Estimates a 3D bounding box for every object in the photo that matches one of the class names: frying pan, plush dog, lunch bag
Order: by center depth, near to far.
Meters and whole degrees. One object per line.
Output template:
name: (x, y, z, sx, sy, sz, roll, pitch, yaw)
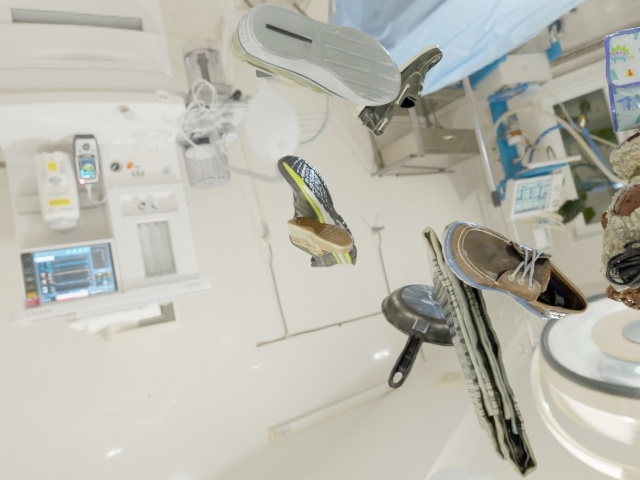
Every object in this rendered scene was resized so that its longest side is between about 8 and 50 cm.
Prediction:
plush dog: (0.519, -0.013, 0.750, 0.262, 0.210, 0.225, -54, 164, -43)
lunch bag: (0.516, -0.256, 0.753, 0.128, 0.151, 0.096, -3, -151, 36)
frying pan: (0.173, 0.152, 0.933, 0.326, 0.053, 0.197, -12, -149, -42)

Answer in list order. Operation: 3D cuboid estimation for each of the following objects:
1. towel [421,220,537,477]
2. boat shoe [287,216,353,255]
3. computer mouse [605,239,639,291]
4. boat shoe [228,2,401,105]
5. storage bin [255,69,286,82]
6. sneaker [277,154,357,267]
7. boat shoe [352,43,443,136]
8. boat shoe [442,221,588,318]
towel: (0.212, 0.145, 0.718, 0.056, 0.312, 0.324, -15, 166, 8)
boat shoe: (0.000, 0.000, 0.976, 0.063, 0.059, 0.170, -22, -149, -35)
computer mouse: (0.513, 0.064, 0.586, 0.272, 0.072, 0.188, 21, 150, -7)
boat shoe: (-0.002, -0.294, 0.793, 0.302, 0.109, 0.094, 11, 178, -34)
storage bin: (-0.095, -0.432, 1.205, 0.091, 0.098, 0.135, 5, -169, 28)
sneaker: (-0.027, -0.047, 1.078, 0.121, 0.300, 0.111, -21, -152, 16)
boat shoe: (0.168, -0.301, 0.982, 0.233, 0.079, 0.084, -44, 176, -14)
boat shoe: (0.212, 0.030, 0.520, 0.183, 0.066, 0.066, 26, 166, -23)
